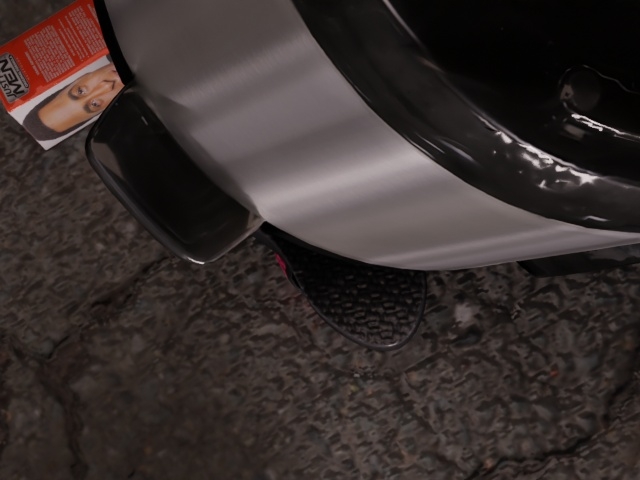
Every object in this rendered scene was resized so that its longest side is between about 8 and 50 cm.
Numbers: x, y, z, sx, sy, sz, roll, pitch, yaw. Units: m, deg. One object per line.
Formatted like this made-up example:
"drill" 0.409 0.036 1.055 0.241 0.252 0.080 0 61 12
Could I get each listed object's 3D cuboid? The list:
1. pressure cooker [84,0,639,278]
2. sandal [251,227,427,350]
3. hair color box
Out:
"pressure cooker" 0.081 -0.171 0.932 0.370 0.420 0.375 0 86 -21
"sandal" 0.000 0.000 1.088 0.067 0.040 0.179 -42 57 -9
"hair color box" -0.122 -0.116 1.121 0.141 0.072 0.043 -31 71 2
